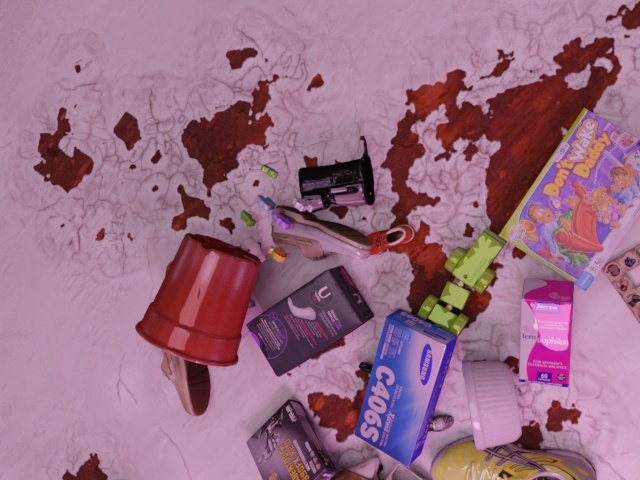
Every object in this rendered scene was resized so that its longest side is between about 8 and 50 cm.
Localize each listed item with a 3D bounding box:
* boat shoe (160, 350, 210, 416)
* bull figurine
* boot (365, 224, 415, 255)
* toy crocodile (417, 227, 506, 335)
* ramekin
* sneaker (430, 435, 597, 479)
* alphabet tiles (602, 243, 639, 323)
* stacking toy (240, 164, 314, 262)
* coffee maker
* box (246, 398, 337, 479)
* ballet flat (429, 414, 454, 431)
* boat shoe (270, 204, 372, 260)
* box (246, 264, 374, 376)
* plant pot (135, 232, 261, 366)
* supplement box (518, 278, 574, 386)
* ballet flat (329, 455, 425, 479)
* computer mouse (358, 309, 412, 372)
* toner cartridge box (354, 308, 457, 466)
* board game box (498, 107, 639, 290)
[{"bbox_3d":[-0.390,0.346,1.983,0.098,0.109,0.302,-21,79,24],"label":"boat shoe"},{"bbox_3d":[-0.276,0.104,1.936,0.310,0.101,0.189,-10,90,19],"label":"bull figurine"},{"bbox_3d":[0.155,-0.001,1.792,0.157,0.084,0.059,-22,87,21],"label":"boot"},{"bbox_3d":[0.336,0.126,1.730,0.115,0.105,0.341,32,96,16],"label":"toy crocodile"},{"bbox_3d":[0.400,0.379,1.655,0.109,0.207,0.207,-9,88,11],"label":"ramekin"},{"bbox_3d":[0.445,0.550,1.668,0.384,0.147,0.145,-4,92,21],"label":"sneaker"},{"bbox_3d":[0.793,0.109,1.606,0.198,0.009,0.237,-34,81,15],"label":"alphabet tiles"},{"bbox_3d":[-0.123,-0.074,1.824,0.221,0.052,0.167,45,117,35],"label":"stacking toy"},{"bbox_3d":[0.042,-0.161,1.824,0.178,0.120,0.171,-6,66,18],"label":"coffee maker"},{"bbox_3d":[-0.080,0.562,1.848,0.183,0.056,0.231,-46,47,14],"label":"box"},{"bbox_3d":[0.278,0.465,1.782,0.114,0.041,0.041,-13,87,19],"label":"ballet flat"},{"bbox_3d":[0.000,0.000,1.829,0.302,0.113,0.103,23,104,34],"label":"boat shoe"},{"bbox_3d":[-0.025,0.206,1.827,0.270,0.143,0.165,-34,82,17],"label":"box"},{"bbox_3d":[-0.287,0.137,1.773,0.272,0.272,0.265,23,94,18],"label":"plant pot"},{"bbox_3d":[0.515,0.209,1.618,0.111,0.114,0.220,3,112,20],"label":"supplement box"},{"bbox_3d":[0.168,0.622,1.797,0.342,0.116,0.124,12,75,18],"label":"ballet flat"},{"bbox_3d":[0.179,0.267,1.810,0.106,0.042,0.193,25,99,18],"label":"computer mouse"},{"bbox_3d":[0.204,0.359,1.731,0.165,0.075,0.348,23,113,27],"label":"toner cartridge box"},{"bbox_3d":[0.608,-0.093,1.632,0.233,0.078,0.347,34,102,15],"label":"board game box"}]
